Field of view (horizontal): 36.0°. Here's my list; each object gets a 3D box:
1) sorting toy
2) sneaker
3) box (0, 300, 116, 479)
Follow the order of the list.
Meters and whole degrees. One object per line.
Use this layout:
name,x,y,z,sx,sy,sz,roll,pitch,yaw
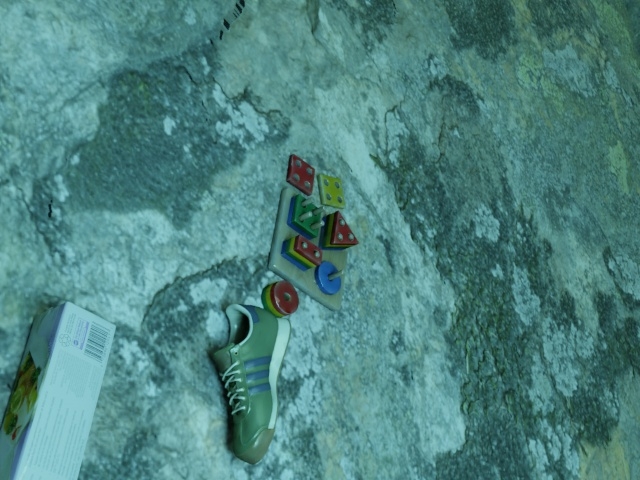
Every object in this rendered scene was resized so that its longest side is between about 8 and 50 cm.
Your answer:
sorting toy,0.000,0.000,1.346,0.132,0.046,0.274,36,47,-34
sneaker,-0.093,0.158,1.149,0.086,0.064,0.192,31,49,-27
box,-0.265,0.212,0.910,0.067,0.063,0.324,33,49,-34
